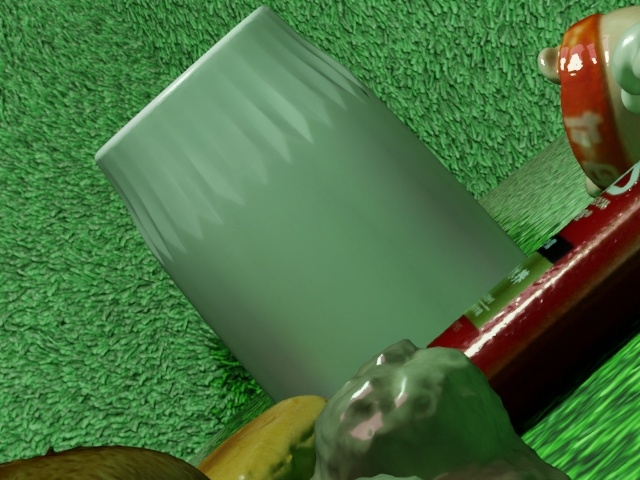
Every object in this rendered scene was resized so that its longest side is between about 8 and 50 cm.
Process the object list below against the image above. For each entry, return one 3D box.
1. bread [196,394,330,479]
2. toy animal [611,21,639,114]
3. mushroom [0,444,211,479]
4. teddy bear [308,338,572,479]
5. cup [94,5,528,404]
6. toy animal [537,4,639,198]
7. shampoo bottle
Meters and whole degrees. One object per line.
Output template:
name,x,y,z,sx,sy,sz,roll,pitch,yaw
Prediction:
bread,-0.051,0.210,1.182,0.136,0.107,0.241,-38,3,32
toy animal,0.259,-0.094,0.857,0.204,0.156,0.208,-38,-3,-2
mushroom,-0.173,0.253,0.813,0.345,0.239,0.345,-23,-22,-10
teddy bear,-0.021,0.159,0.434,0.267,0.151,0.236,-36,8,18
cup,0.000,0.000,1.347,0.253,0.371,0.253,-41,8,7
toy animal,0.270,-0.125,1.196,0.197,0.171,0.171,-35,0,-4
shampoo bottle,0.207,0.000,1.024,0.314,0.076,0.118,-41,-2,2
